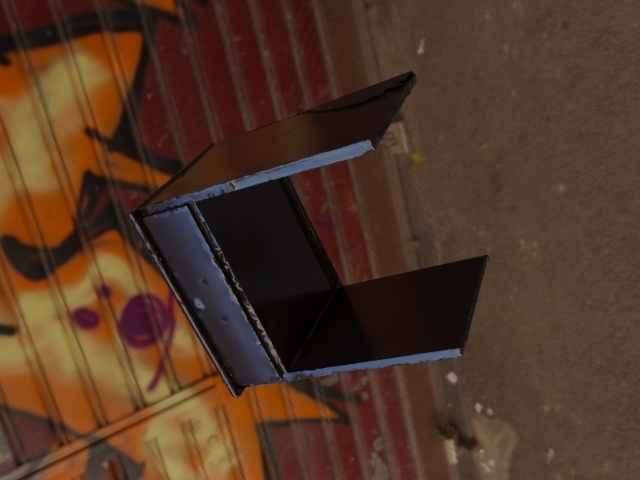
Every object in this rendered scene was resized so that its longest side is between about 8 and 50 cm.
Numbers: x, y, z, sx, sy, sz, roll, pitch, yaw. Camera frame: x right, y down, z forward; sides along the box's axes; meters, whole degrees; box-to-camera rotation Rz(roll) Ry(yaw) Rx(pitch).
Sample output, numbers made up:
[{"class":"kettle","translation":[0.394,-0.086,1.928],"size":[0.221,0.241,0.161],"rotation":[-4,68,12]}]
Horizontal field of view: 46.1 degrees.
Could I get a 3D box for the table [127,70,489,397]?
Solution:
[{"class":"table","translation":[0.000,0.000,0.821],"size":[0.282,0.196,0.250],"rotation":[-14,113,28]}]
